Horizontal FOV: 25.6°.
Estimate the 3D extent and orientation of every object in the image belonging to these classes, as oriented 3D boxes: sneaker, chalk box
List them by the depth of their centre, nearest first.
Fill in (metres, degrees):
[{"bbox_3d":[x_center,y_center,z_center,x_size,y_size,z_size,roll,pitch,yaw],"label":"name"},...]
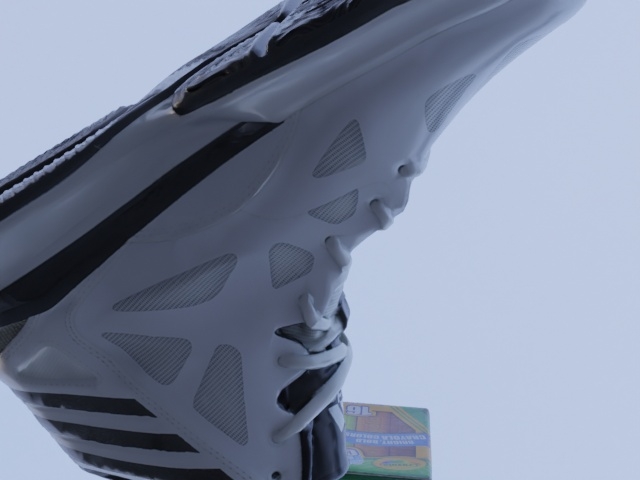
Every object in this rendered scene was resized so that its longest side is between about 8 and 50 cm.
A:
[{"bbox_3d":[0.000,0.000,0.851,0.447,0.169,0.257,-29,-76,17],"label":"sneaker"},{"bbox_3d":[0.023,0.229,1.174,0.132,0.213,0.132,5,-77,1],"label":"chalk box"}]
